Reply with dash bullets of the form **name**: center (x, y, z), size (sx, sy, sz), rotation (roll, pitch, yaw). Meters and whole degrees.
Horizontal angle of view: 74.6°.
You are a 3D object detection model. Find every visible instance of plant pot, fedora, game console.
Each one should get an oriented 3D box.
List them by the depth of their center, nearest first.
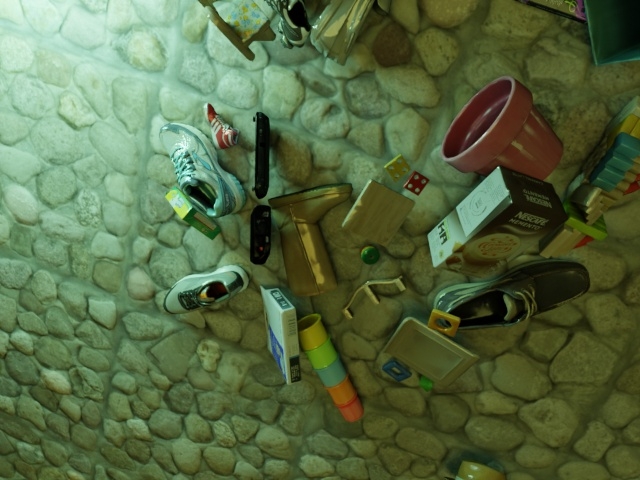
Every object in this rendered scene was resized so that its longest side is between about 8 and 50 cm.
- **plant pot**: center (0.644, -0.448, 0.751), size (0.235, 0.165, 0.165), rotation (-22, 108, 4)
- **plant pot**: center (0.387, -0.206, 0.878), size (0.180, 0.201, 0.201), rotation (30, 110, -14)
- **game console**: center (-0.149, -0.121, 1.024), size (0.044, 0.213, 0.360), rotation (1, 88, -12)
- **fedora**: center (0.438, 0.650, 1.141), size (0.195, 0.194, 0.079), rotation (14, 72, 8)

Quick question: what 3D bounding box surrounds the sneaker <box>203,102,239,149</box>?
- **sneaker**: center (-0.247, -0.293, 1.061), size (0.067, 0.042, 0.118), rotation (-8, 111, 19)

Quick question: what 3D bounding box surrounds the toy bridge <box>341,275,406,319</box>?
- **toy bridge**: center (0.134, 0.140, 1.109), size (0.188, 0.026, 0.063), rotation (-33, 95, 19)

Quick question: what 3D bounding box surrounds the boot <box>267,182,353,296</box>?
- **boot**: center (0.000, 0.000, 1.072), size (0.237, 0.089, 0.269), rotation (-9, 104, 26)

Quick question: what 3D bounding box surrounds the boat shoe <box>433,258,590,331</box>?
- **boat shoe**: center (0.448, 0.148, 0.986), size (0.356, 0.130, 0.132), rotation (-21, 100, 17)

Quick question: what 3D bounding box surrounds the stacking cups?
- **stacking cups**: center (0.021, 0.361, 1.168), size (0.096, 0.096, 0.315), rotation (-20, 103, 17)

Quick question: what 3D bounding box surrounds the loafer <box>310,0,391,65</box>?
- **loafer**: center (0.109, -0.525, 0.888), size (0.112, 0.112, 0.319), rotation (37, 113, -13)

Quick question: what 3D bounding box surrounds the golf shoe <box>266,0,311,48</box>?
- **golf shoe**: center (-0.072, -0.530, 0.920), size (0.077, 0.094, 0.198), rotation (-34, 106, -25)

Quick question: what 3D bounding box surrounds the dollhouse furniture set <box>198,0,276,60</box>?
- **dollhouse furniture set**: center (-0.158, -0.637, 0.772), size (0.362, 0.256, 0.394), rotation (-40, 79, 10)

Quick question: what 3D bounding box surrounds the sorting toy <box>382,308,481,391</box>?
- **sorting toy**: center (0.274, 0.273, 1.053), size (0.196, 0.047, 0.347), rotation (28, 138, 8)

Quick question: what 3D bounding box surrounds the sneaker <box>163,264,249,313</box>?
- **sneaker**: center (-0.336, 0.145, 1.173), size (0.272, 0.108, 0.100), rotation (-21, 102, 19)

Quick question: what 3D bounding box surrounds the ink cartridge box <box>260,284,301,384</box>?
- **ink cartridge box**: center (-0.108, 0.240, 1.124), size (0.045, 0.208, 0.206), rotation (-10, 107, -20)

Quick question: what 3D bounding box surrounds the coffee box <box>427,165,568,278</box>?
- **coffee box**: center (0.362, -0.027, 0.895), size (0.141, 0.098, 0.246), rotation (13, 142, -17)

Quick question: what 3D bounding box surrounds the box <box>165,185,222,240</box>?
- **box**: center (-0.328, -0.075, 1.073), size (0.043, 0.179, 0.105), rotation (-50, 133, -4)

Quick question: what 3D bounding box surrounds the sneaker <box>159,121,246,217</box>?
- **sneaker**: center (-0.312, -0.177, 1.054), size (0.283, 0.122, 0.110), rotation (48, 127, -3)

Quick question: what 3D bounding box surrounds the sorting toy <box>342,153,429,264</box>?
- **sorting toy**: center (0.140, -0.077, 1.014), size (0.133, 0.046, 0.274), rotation (23, 111, -22)

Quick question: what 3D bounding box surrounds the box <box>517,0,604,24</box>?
- **box**: center (0.493, -0.518, 0.840), size (0.162, 0.029, 0.115), rotation (24, 110, 6)

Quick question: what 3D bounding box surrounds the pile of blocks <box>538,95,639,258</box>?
- **pile of blocks**: center (0.602, -0.105, 0.870), size (0.113, 0.149, 0.361), rotation (26, 109, 4)
